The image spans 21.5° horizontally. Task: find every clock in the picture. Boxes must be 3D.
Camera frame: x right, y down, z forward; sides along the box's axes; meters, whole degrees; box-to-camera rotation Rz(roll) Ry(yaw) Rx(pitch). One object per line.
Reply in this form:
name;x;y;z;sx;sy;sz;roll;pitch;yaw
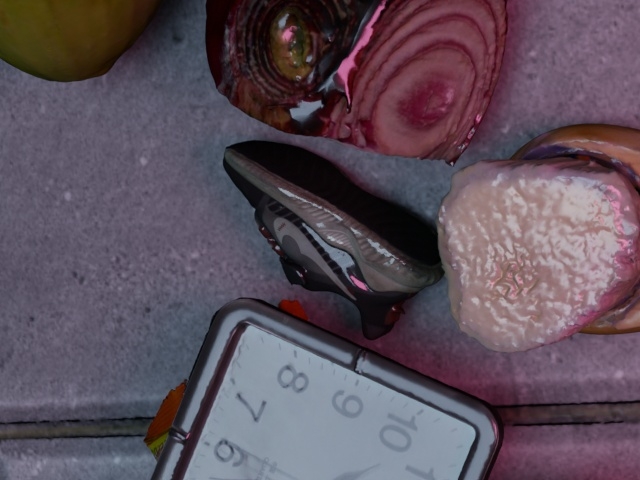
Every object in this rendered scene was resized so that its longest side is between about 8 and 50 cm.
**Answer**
clock;-0.010;0.216;1.449;0.279;0.049;0.273;24;95;17

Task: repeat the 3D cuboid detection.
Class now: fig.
fig;-0.233;-0.264;1.491;0.239;0.239;0.271;14;136;24

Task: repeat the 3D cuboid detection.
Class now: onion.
onion;0.028;-0.186;1.382;0.206;0.216;0.207;32;102;36

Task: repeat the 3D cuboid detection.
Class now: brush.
brush;0.240;-0.001;1.328;0.267;0.166;0.174;1;100;24

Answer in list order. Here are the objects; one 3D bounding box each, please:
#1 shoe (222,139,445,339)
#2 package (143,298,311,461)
shoe;0.000;0.000;1.491;0.227;0.099;0.112;31;119;18
package;-0.030;0.226;1.538;0.223;0.108;0.288;-39;80;23
